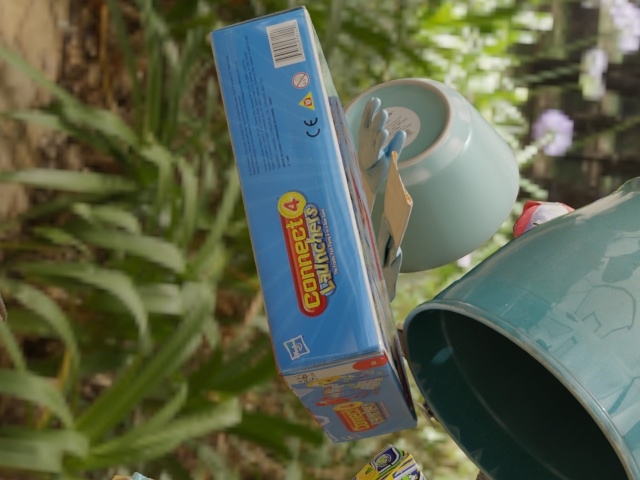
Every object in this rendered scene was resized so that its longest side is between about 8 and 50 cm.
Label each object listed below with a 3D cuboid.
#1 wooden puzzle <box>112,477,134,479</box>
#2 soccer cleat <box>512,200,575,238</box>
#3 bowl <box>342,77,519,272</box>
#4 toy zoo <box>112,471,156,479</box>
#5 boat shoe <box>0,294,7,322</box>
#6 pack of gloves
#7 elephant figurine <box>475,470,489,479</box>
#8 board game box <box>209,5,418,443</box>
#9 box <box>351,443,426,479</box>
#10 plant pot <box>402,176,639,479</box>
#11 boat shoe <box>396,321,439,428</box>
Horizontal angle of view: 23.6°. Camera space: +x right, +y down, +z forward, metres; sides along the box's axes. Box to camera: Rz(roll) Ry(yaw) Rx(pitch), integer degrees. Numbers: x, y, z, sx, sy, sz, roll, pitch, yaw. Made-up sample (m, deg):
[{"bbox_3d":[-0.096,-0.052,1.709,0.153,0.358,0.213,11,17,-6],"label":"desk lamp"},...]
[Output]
[{"bbox_3d":[-0.179,0.232,1.239,0.014,0.116,0.079,24,50,-50],"label":"wooden puzzle"},{"bbox_3d":[0.287,0.004,2.017,0.248,0.095,0.083,-40,147,-64],"label":"soccer cleat"},{"bbox_3d":[0.129,-0.122,2.276,0.163,0.311,0.312,67,28,-48],"label":"bowl"},{"bbox_3d":[-0.152,0.379,1.975,0.293,0.192,0.030,48,60,-35],"label":"toy zoo"},{"bbox_3d":[-0.346,0.018,1.383,0.068,0.072,0.190,51,-14,44],"label":"boat shoe"},{"bbox_3d":[0.088,-0.050,1.889,0.232,0.046,0.195,98,-21,-52],"label":"pack of gloves"},{"bbox_3d":[0.328,0.396,1.961,0.239,0.186,0.169,62,16,-18],"label":"elephant figurine"},{"bbox_3d":[0.000,0.000,1.357,0.302,0.086,0.308,65,12,-70],"label":"board game box"},{"bbox_3d":[0.062,0.356,2.066,0.169,0.054,0.059,-43,121,-21],"label":"box"},{"bbox_3d":[0.258,0.088,1.366,0.255,0.271,0.272,-40,149,-23],"label":"plant pot"},{"bbox_3d":[0.155,0.181,1.739,0.095,0.254,0.079,26,100,-49],"label":"boat shoe"}]
